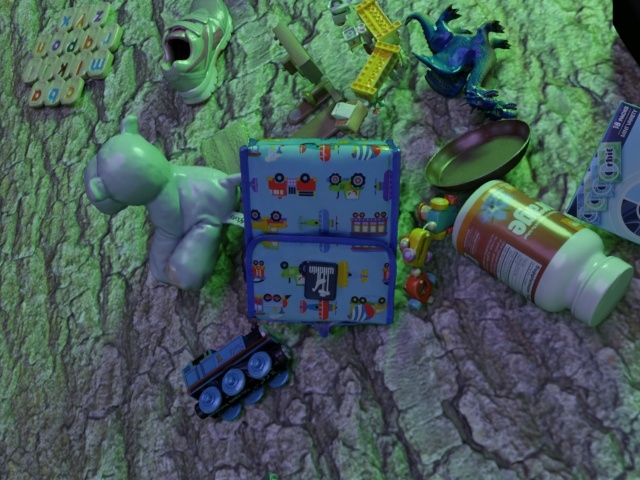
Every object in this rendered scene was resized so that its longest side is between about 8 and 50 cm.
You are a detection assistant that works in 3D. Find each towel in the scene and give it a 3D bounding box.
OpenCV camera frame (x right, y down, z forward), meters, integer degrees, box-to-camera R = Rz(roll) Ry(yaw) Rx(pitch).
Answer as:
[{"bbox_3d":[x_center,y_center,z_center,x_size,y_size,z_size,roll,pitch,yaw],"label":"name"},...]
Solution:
[{"bbox_3d":[-0.170,-0.152,1.282,0.110,0.027,0.148,-32,58,14],"label":"towel"}]

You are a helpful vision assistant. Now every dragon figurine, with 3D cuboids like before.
[{"bbox_3d":[0.207,-0.293,1.108,0.289,0.085,0.144,34,87,33],"label":"dragon figurine"}]

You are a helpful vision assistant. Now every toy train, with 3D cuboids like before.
[{"bbox_3d":[0.154,0.011,0.994,0.046,0.125,0.166,20,72,36],"label":"toy train"},{"bbox_3d":[-0.131,0.206,1.082,0.184,0.080,0.105,-37,51,10],"label":"toy train"}]

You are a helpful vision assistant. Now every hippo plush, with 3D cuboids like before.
[{"bbox_3d":[-0.271,-0.055,1.119,0.294,0.236,0.234,-6,65,54],"label":"hippo plush"}]

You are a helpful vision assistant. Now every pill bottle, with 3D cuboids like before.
[{"bbox_3d":[0.293,0.017,0.911,0.216,0.121,0.121,37,89,34],"label":"pill bottle"}]

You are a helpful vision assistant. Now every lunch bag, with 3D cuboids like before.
[{"bbox_3d":[0.000,0.000,1.015,0.221,0.138,0.293,0,104,1],"label":"lunch bag"}]

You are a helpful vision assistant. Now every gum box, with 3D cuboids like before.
[{"bbox_3d":[0.432,-0.069,0.862,0.184,0.041,0.157,26,103,16],"label":"gum box"}]

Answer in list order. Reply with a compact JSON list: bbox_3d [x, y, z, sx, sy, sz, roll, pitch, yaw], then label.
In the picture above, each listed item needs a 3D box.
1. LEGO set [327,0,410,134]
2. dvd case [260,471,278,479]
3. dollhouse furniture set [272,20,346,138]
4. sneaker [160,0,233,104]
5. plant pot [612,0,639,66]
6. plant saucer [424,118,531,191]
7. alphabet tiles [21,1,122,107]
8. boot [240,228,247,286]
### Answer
[{"bbox_3d":[0.091,-0.293,1.153,0.132,0.107,0.287,-12,63,20],"label":"LEGO set"},{"bbox_3d":[-0.113,0.448,0.934,0.221,0.018,0.164,-50,37,26],"label":"dvd case"},{"bbox_3d":[-0.048,-0.259,1.190,0.123,0.151,0.144,-37,55,10],"label":"dollhouse furniture set"},{"bbox_3d":[-0.255,-0.409,1.385,0.103,0.111,0.252,-5,67,26],"label":"sneaker"},{"bbox_3d":[0.507,-0.291,0.903,0.188,0.187,0.167,-18,74,20],"label":"plant pot"},{"bbox_3d":[0.235,-0.122,1.015,0.168,0.029,0.168,-26,26,14],"label":"plant saucer"},{"bbox_3d":[-0.596,-0.441,1.632,0.284,0.021,0.278,3,71,29],"label":"alphabet tiles"},{"bbox_3d":[-0.018,-0.029,1.109,0.207,0.094,0.247,-13,59,26],"label":"boot"}]
